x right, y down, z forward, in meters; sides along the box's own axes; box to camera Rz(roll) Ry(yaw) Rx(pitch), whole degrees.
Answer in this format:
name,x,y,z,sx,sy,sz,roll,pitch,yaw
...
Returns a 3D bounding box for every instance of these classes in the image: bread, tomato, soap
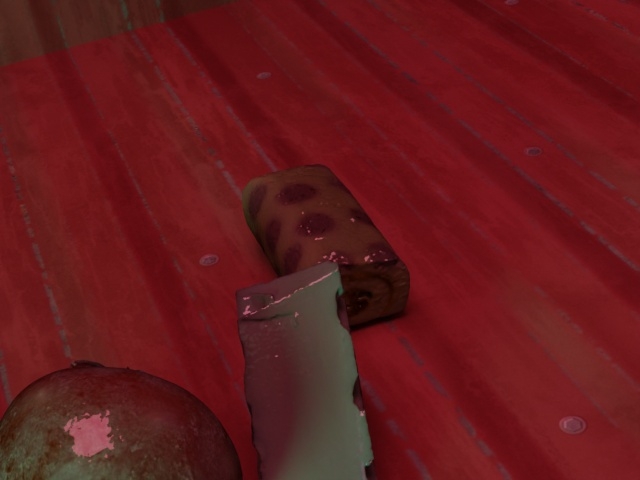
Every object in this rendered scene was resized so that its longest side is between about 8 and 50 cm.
name,x,y,z,sx,sy,sz,roll,pitch,yaw
bread,0.000,0.000,1.786,0.187,0.155,0.338,-14,34,-14
tomato,-0.250,0.295,1.279,0.316,0.317,0.283,1,51,15
soap,-0.015,0.214,1.387,0.158,0.258,0.302,-9,35,-2
